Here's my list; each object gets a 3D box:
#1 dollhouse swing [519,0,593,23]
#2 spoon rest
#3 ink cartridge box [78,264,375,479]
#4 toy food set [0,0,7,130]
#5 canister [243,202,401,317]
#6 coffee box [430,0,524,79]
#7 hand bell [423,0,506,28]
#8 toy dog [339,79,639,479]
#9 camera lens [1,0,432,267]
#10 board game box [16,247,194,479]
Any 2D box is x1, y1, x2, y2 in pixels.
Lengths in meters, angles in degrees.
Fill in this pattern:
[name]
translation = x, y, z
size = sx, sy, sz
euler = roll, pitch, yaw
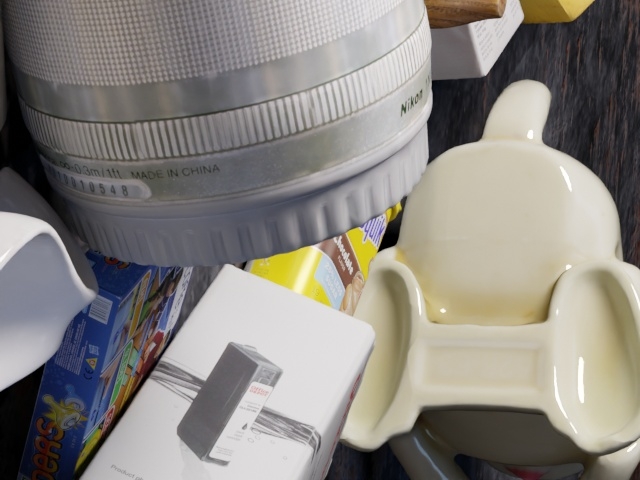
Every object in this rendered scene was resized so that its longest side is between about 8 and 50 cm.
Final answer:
[dollhouse swing]
translation = 0.208, -0.416, 1.712
size = 0.347, 0.305, 0.315
euler = -48, -168, -4
[spoon rest]
translation = -0.158, 0.031, 0.926
size = 0.137, 0.084, 0.276
euler = -54, -174, 13
[ink cartridge box]
translation = -0.080, 0.176, 1.212
size = 0.273, 0.114, 0.197
euler = -57, 169, -48
[toy food set]
translation = -0.231, -0.077, 0.837
size = 0.219, 0.092, 0.306
euler = 96, 17, -44
[canister]
translation = 0.000, 0.000, 1.511
size = 0.126, 0.073, 0.170
euler = 69, 36, -54
[coffee box]
translation = 0.035, -0.236, 1.336
size = 0.098, 0.141, 0.246
euler = -55, 136, -48
[hand bell]
translation = -0.009, -0.150, 1.167
size = 0.126, 0.242, 0.126
euler = 9, 90, -71
[toy dog]
translation = 0.175, 0.089, 1.821
size = 0.408, 0.284, 0.395
euler = 53, 30, -65
[camera lens]
translation = -0.062, -0.151, 1.010
size = 0.219, 0.219, 0.274
euler = -51, 136, -55
[board game box]
translation = -0.122, 0.066, 1.153
size = 0.136, 0.035, 0.201
euler = -54, 167, -53
